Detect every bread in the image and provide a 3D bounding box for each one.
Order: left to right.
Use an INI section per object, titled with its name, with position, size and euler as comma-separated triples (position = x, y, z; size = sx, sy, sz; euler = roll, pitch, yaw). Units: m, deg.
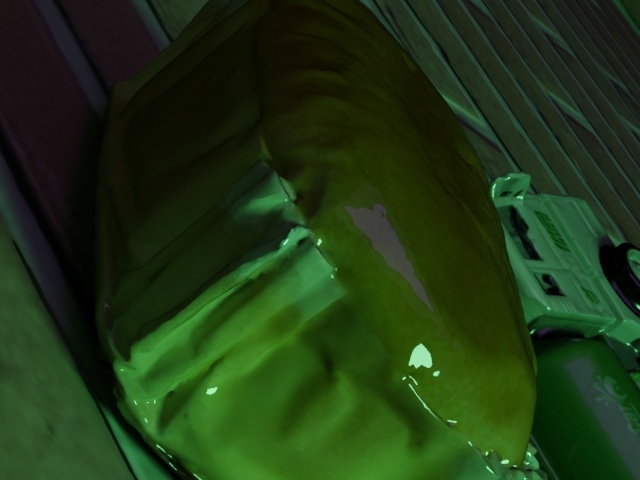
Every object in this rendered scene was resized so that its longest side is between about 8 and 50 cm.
[bread]
position = 0.000, 0.000, 0.671
size = 0.136, 0.107, 0.241
euler = 47, 16, -22

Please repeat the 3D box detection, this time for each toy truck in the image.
[toy truck]
position = 0.109, 0.095, 0.777
size = 0.125, 0.101, 0.242
euler = 6, 48, -52
